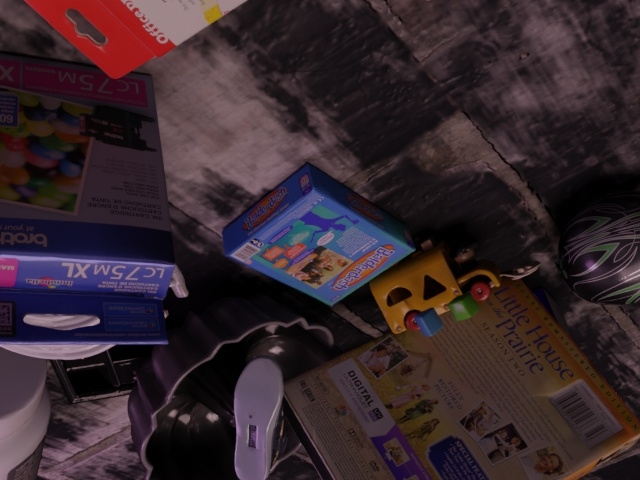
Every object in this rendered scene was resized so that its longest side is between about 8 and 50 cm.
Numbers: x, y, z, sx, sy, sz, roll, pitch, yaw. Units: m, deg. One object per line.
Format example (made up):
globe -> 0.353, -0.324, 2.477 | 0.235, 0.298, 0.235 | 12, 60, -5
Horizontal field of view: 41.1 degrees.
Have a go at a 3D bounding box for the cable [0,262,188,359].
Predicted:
cable -> -0.293, 0.008, 0.930 | 0.257, 0.089, 0.257 | -15, 110, -3

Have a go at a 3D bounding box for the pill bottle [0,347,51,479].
pill bottle -> -0.490, 0.270, 1.196 | 0.204, 0.204, 0.361 | 5, 139, -22

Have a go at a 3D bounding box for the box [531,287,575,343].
box -> 0.332, 0.166, 1.380 | 0.137, 0.126, 0.072 | -31, 139, 20

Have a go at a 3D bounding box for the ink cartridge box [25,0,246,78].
ink cartridge box -> -0.133, -0.255, 0.743 | 0.231, 0.078, 0.134 | -27, 140, 17

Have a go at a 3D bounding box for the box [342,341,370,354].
box -> 0.129, 0.236, 1.438 | 0.289, 0.087, 0.169 | -25, 141, 14

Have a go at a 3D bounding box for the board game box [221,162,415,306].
board game box -> 0.000, 0.000, 1.132 | 0.160, 0.047, 0.210 | -36, 137, 25

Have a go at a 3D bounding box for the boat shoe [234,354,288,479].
boat shoe -> -0.078, 0.235, 1.167 | 0.065, 0.083, 0.184 | 12, 104, 14

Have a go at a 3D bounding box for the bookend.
bookend -> -0.297, 0.155, 1.217 | 0.157, 0.072, 0.156 | -8, 142, -8

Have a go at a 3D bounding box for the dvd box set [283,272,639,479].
dvd box set -> 0.192, 0.245, 1.195 | 0.420, 0.308, 0.062 | -24, 148, -20

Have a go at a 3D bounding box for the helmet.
helmet -> 0.419, 0.009, 1.180 | 0.169, 0.170, 0.161 | -8, 159, -8

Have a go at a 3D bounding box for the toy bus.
toy bus -> 0.168, 0.047, 1.198 | 0.202, 0.104, 0.191 | -30, -176, -29

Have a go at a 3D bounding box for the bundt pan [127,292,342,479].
bundt pan -> -0.136, 0.214, 1.234 | 0.330, 0.124, 0.331 | -24, 135, -27

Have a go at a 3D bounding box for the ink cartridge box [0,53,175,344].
ink cartridge box -> -0.237, -0.047, 0.784 | 0.185, 0.311, 0.065 | 4, 140, -23
